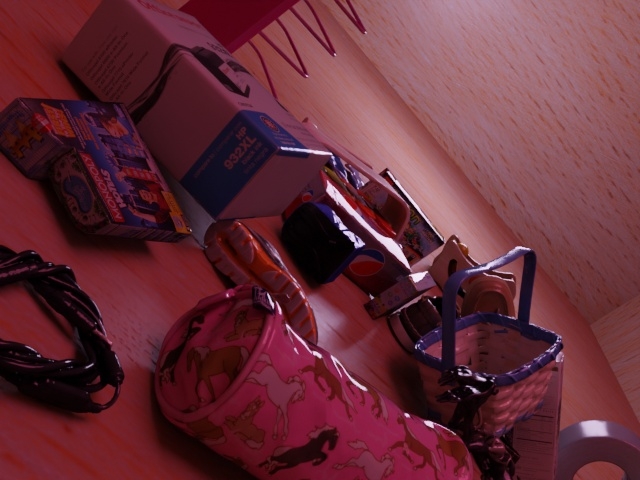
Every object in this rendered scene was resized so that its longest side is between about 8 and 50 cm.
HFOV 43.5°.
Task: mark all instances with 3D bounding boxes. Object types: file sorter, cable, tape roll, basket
[{"bbox_3d":[-0.092,-0.390,1.465,0.182,0.291,0.202,39,23,-46],"label":"file sorter"},{"bbox_3d":[-0.242,0.061,0.671,0.184,0.047,0.150,36,25,-42],"label":"cable"},{"bbox_3d":[0.559,0.475,1.614,0.219,0.219,0.072,52,18,-5],"label":"tape roll"},{"bbox_3d":[0.275,0.169,1.330,0.201,0.288,0.255,20,24,40],"label":"basket"}]

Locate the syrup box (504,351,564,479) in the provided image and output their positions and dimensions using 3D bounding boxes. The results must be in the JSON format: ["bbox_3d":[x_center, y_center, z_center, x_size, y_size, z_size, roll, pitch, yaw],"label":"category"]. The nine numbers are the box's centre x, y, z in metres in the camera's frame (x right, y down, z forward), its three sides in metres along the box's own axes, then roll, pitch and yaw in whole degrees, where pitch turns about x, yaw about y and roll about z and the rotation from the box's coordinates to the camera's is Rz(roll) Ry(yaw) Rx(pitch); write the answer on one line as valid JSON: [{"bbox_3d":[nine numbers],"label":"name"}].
[{"bbox_3d":[0.395,0.324,1.491,0.093,0.096,0.236,-12,104,-70],"label":"syrup box"}]

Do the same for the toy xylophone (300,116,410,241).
[{"bbox_3d":[0.044,-0.129,1.572,0.323,0.081,0.236,36,12,-19],"label":"toy xylophone"}]

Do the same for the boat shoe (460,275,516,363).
[{"bbox_3d":[0.321,0.203,1.524,0.089,0.105,0.285,-81,167,-64],"label":"boat shoe"}]

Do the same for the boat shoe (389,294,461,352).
[{"bbox_3d":[0.233,0.162,1.579,0.109,0.091,0.305,60,19,18],"label":"boat shoe"}]

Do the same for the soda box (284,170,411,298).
[{"bbox_3d":[0.048,-0.010,1.430,0.263,0.092,0.083,42,22,-35],"label":"soda box"}]

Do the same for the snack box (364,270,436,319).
[{"bbox_3d":[0.149,0.099,1.471,0.037,0.100,0.141,58,19,10],"label":"snack box"}]

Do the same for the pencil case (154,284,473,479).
[{"bbox_3d":[0.007,0.200,0.866,0.386,0.167,0.160,42,-11,-32],"label":"pencil case"}]

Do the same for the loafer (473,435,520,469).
[{"bbox_3d":[0.297,0.324,1.466,0.080,0.078,0.220,24,35,-57],"label":"loafer"}]

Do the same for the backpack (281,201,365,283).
[{"bbox_3d":[0.000,0.000,1.300,0.120,0.098,0.101,45,12,12],"label":"backpack"}]

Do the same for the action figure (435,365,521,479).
[{"bbox_3d":[0.222,0.332,1.195,0.164,0.141,0.275,-81,159,-76],"label":"action figure"}]

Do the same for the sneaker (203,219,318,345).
[{"bbox_3d":[-0.066,0.059,1.054,0.214,0.084,0.083,57,14,13],"label":"sneaker"}]

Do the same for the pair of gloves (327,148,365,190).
[{"bbox_3d":[0.058,-0.144,1.812,0.198,0.023,0.159,37,23,-44],"label":"pair of gloves"}]

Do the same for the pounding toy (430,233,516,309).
[{"bbox_3d":[0.380,0.116,1.921,0.269,0.154,0.155,53,18,-2],"label":"pounding toy"}]

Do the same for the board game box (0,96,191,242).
[{"bbox_3d":[-0.254,-0.079,0.870,0.194,0.060,0.194,60,20,17],"label":"board game box"}]

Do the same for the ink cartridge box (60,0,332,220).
[{"bbox_3d":[-0.158,-0.178,1.084,0.307,0.129,0.223,45,16,10],"label":"ink cartridge box"}]

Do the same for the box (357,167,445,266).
[{"bbox_3d":[0.163,-0.044,1.739,0.207,0.114,0.036,49,18,-14],"label":"box"}]
